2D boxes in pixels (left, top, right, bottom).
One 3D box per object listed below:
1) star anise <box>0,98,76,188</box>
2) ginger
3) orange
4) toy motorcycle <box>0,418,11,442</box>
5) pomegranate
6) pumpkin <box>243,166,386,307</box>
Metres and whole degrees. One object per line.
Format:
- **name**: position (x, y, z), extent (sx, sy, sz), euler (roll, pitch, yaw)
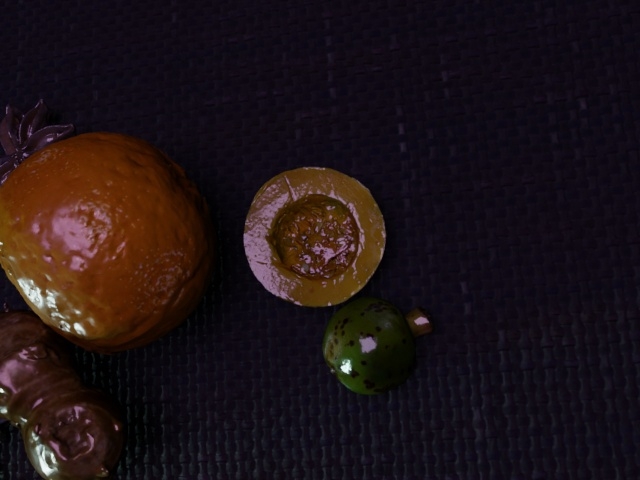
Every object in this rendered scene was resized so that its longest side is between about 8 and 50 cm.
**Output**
- **star anise**: position (-0.500, -0.140, 1.415), extent (0.196, 0.073, 0.212), euler (19, 88, 21)
- **ginger**: position (-0.417, 0.237, 1.233), extent (0.152, 0.274, 0.357), euler (-41, 74, -17)
- **orange**: position (-0.310, -0.004, 1.207), extent (0.293, 0.340, 0.341), euler (-37, 73, -5)
- **toy motorcycle**: position (-0.605, 0.408, 1.308), extent (0.275, 0.127, 0.205), euler (-34, 78, 2)
- **pomegranate**: position (0.084, 0.150, 1.184), extent (0.169, 0.122, 0.143), euler (-26, 72, 10)
- **pumpkin**: position (-0.006, 0.005, 1.253), extent (0.217, 0.110, 0.218), euler (-1, 74, 2)
